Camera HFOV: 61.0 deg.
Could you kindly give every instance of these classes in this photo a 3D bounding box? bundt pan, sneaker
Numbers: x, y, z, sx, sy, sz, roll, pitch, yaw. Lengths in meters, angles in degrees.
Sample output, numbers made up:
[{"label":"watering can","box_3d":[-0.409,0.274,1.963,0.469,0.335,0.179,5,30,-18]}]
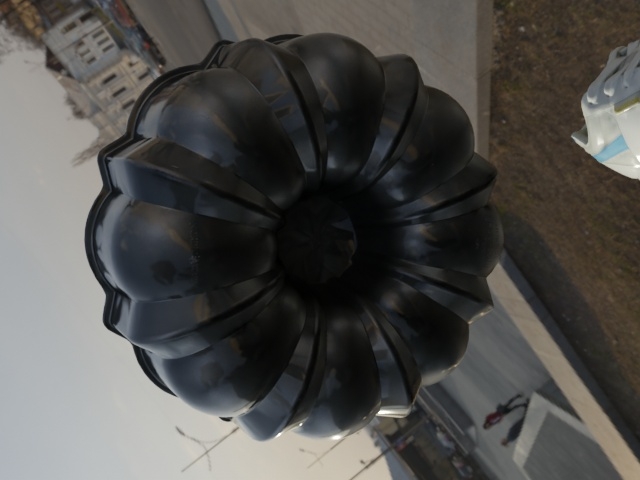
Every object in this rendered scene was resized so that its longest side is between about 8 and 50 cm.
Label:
[{"label":"bundt pan","box_3d":[0.000,0.000,0.405,0.330,0.331,0.124,56,166,-16]},{"label":"sneaker","box_3d":[0.247,-0.111,0.394,0.092,0.087,0.228,34,170,21]}]
